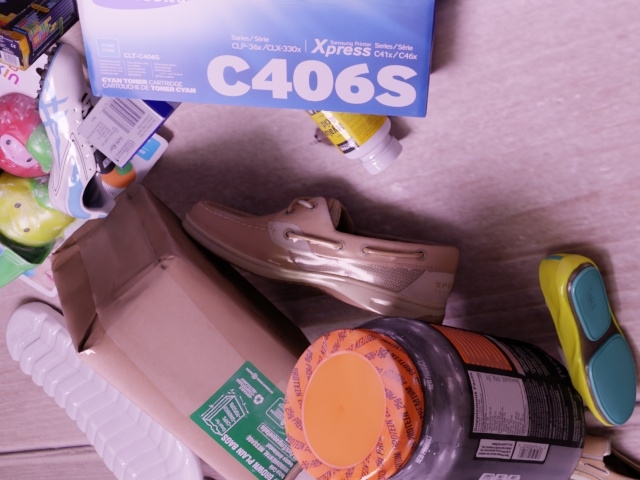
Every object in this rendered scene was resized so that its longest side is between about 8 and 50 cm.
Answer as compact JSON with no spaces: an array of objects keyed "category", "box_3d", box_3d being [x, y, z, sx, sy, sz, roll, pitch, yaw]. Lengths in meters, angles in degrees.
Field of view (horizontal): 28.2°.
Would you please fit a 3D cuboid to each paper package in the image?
[{"category":"paper package","box_3d":[-0.148,0.121,1.546,0.325,0.168,0.309,45,-178,-25]}]

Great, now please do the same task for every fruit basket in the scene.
[{"category":"fruit basket","box_3d":[-0.413,-0.104,1.649,0.327,0.165,0.353,36,134,-11]}]

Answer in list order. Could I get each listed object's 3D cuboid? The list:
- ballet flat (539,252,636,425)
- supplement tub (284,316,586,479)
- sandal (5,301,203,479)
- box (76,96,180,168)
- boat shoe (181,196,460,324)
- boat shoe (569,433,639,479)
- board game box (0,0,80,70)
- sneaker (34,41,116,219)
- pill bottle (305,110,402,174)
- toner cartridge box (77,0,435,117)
[{"category":"ballet flat","box_3d":[0.299,0.108,1.445,0.077,0.077,0.231,20,141,51]},{"category":"supplement tub","box_3d":[0.130,0.197,1.417,0.207,0.207,0.338,-8,165,40]},{"category":"sandal","box_3d":[-0.317,0.240,1.993,0.416,0.102,0.169,46,126,7]},{"category":"box","box_3d":[-0.193,-0.170,1.450,0.072,0.137,0.126,41,141,-9]},{"category":"boat shoe","box_3d":[0.000,0.000,1.522,0.341,0.121,0.110,19,100,14]},{"category":"boat shoe","box_3d":[0.335,0.263,1.580,0.190,0.068,0.072,30,129,-10]},{"category":"board game box","box_3d":[-0.371,-0.275,1.468,0.170,0.141,0.048,21,141,17]},{"category":"sneaker","box_3d":[-0.284,-0.128,1.510,0.086,0.085,0.237,9,130,9]},{"category":"pill bottle","box_3d":[0.036,-0.129,1.387,0.116,0.065,0.065,48,139,-16]},{"category":"toner cartridge box","box_3d":[-0.060,-0.217,1.269,0.347,0.075,0.165,4,134,4]}]
